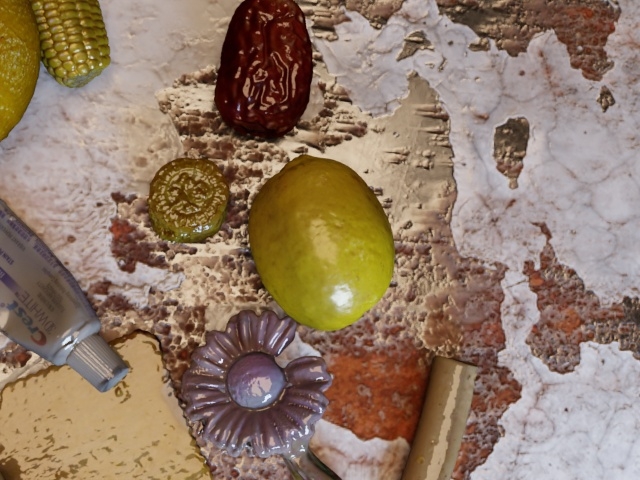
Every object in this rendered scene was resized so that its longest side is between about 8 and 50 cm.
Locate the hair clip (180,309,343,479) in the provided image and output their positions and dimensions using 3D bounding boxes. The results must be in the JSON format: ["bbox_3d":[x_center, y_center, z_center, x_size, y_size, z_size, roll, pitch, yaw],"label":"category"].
[{"bbox_3d":[-0.042,0.230,0.999,0.173,0.069,0.300,-34,92,-11],"label":"hair clip"}]

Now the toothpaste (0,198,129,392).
[{"bbox_3d":[-0.334,0.065,0.964,0.282,0.068,0.099,44,52,3],"label":"toothpaste"}]

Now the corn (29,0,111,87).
[{"bbox_3d":[-0.329,-0.329,0.975,0.106,0.106,0.305,-18,92,-11],"label":"corn"}]

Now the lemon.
[{"bbox_3d":[0.000,0.000,0.977,0.170,0.170,0.207,-25,89,-11],"label":"lemon"}]

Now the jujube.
[{"bbox_3d":[-0.066,-0.214,1.009,0.112,0.109,0.176,16,79,-43],"label":"jujube"}]

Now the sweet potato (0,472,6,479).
[{"bbox_3d":[-0.427,0.415,0.903,0.114,0.092,0.341,40,80,-14],"label":"sweet potato"}]

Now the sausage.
[{"bbox_3d":[0.128,0.290,1.030,0.065,0.066,0.301,20,84,-8],"label":"sausage"}]

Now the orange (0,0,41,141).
[{"bbox_3d":[-0.426,-0.207,0.858,0.274,0.274,0.274,1,86,-10],"label":"orange"}]

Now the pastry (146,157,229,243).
[{"bbox_3d":[-0.159,-0.047,1.007,0.097,0.057,0.109,29,79,-2],"label":"pastry"}]

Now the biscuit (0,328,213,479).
[{"bbox_3d":[-0.268,0.250,0.984,0.236,0.013,0.232,-22,90,-12],"label":"biscuit"}]
